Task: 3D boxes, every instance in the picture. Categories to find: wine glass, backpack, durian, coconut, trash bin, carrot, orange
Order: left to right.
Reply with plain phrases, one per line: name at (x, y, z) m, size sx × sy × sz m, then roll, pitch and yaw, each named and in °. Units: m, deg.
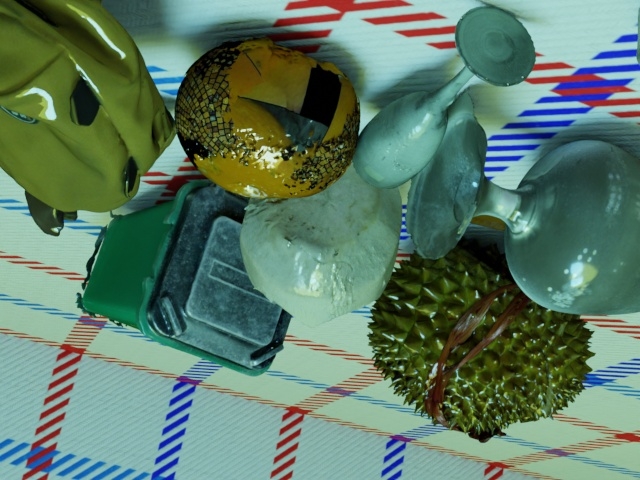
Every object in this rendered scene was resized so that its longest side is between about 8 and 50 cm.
backpack at (-0.348, -0.190, 1.251) m, size 0.378 × 0.201 × 0.353 m, roll 27°, pitch 157°, yaw 28°
trash bin at (-0.219, 0.044, 1.812) m, size 0.259 × 0.295 × 0.381 m, roll 26°, pitch 165°, yaw -33°
orange at (-0.067, -0.146, 1.362) m, size 0.235 × 0.182 × 0.234 m, roll 7°, pitch 171°, yaw 1°
coconut at (0.000, 0.000, 1.591) m, size 0.245 × 0.245 × 0.247 m, roll 10°, pitch 154°, yaw 4°
wine glass at (0.077, -0.108, 1.260) m, size 0.096 × 0.264 × 0.309 m, roll 48°, pitch 150°, yaw 1°
durian at (0.250, 0.160, 1.758) m, size 0.384 × 0.347 × 0.347 m, roll 4°, pitch 158°, yaw 36°
carrot at (0.285, -0.029, 1.648) m, size 0.216 × 0.048 × 0.048 m, roll 17°, pitch 158°, yaw -28°
wine glass at (0.294, -0.031, 1.390) m, size 0.323 × 0.238 × 0.238 m, roll 17°, pitch 158°, yaw -19°

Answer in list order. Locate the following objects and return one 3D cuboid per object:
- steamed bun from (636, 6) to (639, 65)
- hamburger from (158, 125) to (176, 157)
steamed bun at (0.399, -0.195, 1.088) m, size 0.183 × 0.106 × 0.183 m, roll 11°, pitch 160°, yaw 4°
hamburger at (-0.328, -0.148, 1.541) m, size 0.262 × 0.130 × 0.124 m, roll 5°, pitch 158°, yaw 29°
